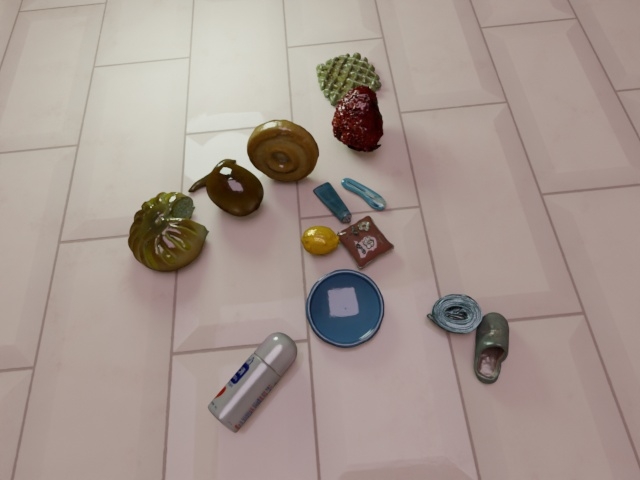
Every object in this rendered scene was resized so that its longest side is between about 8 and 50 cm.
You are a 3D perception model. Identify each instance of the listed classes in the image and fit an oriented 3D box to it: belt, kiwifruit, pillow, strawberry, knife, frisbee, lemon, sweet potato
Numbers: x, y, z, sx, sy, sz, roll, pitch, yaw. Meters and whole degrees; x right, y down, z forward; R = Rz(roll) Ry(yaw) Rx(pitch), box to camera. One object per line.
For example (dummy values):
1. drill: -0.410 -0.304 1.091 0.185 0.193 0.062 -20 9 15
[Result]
1. belt: 0.482 0.260 1.515 0.163 0.082 0.148 35 81 14
2. kiwifruit: -0.339 -0.200 1.717 0.234 0.196 0.196 39 72 12
3. pillow: 0.171 0.001 1.657 0.171 0.075 0.179 -31 68 -11
4. strawberry: 0.153 -0.498 1.798 0.220 0.274 0.275 -15 64 13
5. knife: 0.179 -0.198 1.775 0.221 0.031 0.064 34 74 18
6. frisbee: 0.090 0.247 1.558 0.288 0.049 0.290 -2 67 5
7. lemon: 0.000 0.000 1.644 0.154 0.114 0.114 0 64 3
8. sweet potato: -0.461 -0.278 1.834 0.249 0.059 0.069 -41 49 -12

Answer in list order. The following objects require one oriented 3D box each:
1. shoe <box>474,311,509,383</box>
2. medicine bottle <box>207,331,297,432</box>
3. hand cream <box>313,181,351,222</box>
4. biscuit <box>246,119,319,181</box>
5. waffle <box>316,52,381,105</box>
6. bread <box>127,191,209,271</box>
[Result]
1. shoe: 0.588 0.358 1.454 0.103 0.100 0.251 14 69 10
2. medicine bottle: -0.212 0.458 1.428 0.130 0.130 0.341 36 72 18
3. hand cream: 0.057 -0.152 1.759 0.083 0.048 0.224 -29 60 -11
4. biscuit: -0.152 -0.348 1.718 0.295 0.297 0.102 3 54 4
5. waffle: 0.131 -0.778 2.041 0.291 0.056 0.310 -18 64 -5
6. bread: -0.609 -0.040 1.669 0.332 0.160 0.334 -2 64 4
